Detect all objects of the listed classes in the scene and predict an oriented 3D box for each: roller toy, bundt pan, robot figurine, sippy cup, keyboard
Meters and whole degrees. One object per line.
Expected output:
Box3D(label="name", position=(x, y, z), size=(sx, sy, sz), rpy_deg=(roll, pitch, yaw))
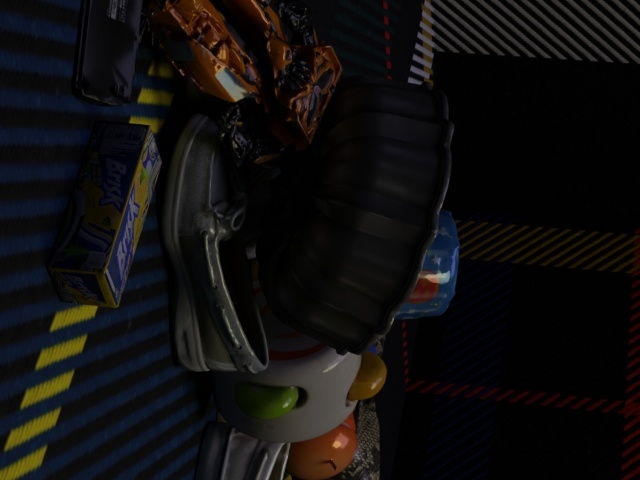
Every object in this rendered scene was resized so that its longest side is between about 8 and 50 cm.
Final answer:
Box3D(label="roller toy", position=(-0.042, 0.152, 1.826), size=(0.209, 0.191, 0.146), rpy_deg=(-24, 134, -25))
Box3D(label="bundt pan", position=(0.022, -0.042, 1.659), size=(0.331, 0.124, 0.331), rpy_deg=(-162, -90, -73))
Box3D(label="robot figurine", position=(-0.073, -0.206, 1.519), size=(0.291, 0.085, 0.211), rpy_deg=(48, 55, -44))
Box3D(label="sippy cup", position=(0.091, 0.028, 2.250), size=(0.305, 0.224, 0.240), rpy_deg=(-121, -143, -74))
Box3D(label="robot figurine", position=(-0.016, 0.256, 2.130), size=(0.128, 0.158, 0.219), rpy_deg=(61, 15, -55))
Box3D(label="keyboard", position=(-0.191, -0.214, 1.327), size=(0.100, 0.038, 0.192), rpy_deg=(16, 79, -56))

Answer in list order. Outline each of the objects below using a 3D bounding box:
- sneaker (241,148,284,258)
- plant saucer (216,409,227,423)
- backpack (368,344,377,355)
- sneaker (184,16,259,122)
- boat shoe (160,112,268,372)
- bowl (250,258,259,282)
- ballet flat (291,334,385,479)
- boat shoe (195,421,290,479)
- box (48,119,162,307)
Box3D(label="sneaker", position=(-0.055, -0.092, 1.939), size=(0.135, 0.150, 0.366), rpy_deg=(-45, 176, 33))
Box3D(label="plant saucer", position=(-0.095, 0.208, 2.006), size=(0.241, 0.037, 0.241), rpy_deg=(5, 90, -79))
Box3D(label="backpack", position=(0.022, 0.189, 2.267), size=(0.120, 0.098, 0.101), rpy_deg=(-9, 66, -47))
Box3D(label="sneaker", position=(-0.082, -0.194, 1.663), size=(0.252, 0.111, 0.103), rpy_deg=(25, 70, -76))
Box3D(label="boat shoe", position=(-0.112, 0.009, 1.626), size=(0.118, 0.103, 0.321), rpy_deg=(-66, 159, -61))
Box3D(label="bowl", position=(-0.063, 0.037, 2.044), size=(0.142, 0.053, 0.142), rpy_deg=(-19, 111, -80))
Box3D(label="ballet flat", position=(0.012, 0.253, 2.387), size=(0.182, 0.164, 0.483), rpy_deg=(57, 28, -37))
Box3D(label="boat shoe", position=(-0.086, 0.416, 1.818), size=(0.136, 0.156, 0.367), rpy_deg=(64, 32, -70))
Box3D(label="box", position=(-0.192, -0.025, 1.312), size=(0.059, 0.054, 0.169), rpy_deg=(80, 18, -54))
